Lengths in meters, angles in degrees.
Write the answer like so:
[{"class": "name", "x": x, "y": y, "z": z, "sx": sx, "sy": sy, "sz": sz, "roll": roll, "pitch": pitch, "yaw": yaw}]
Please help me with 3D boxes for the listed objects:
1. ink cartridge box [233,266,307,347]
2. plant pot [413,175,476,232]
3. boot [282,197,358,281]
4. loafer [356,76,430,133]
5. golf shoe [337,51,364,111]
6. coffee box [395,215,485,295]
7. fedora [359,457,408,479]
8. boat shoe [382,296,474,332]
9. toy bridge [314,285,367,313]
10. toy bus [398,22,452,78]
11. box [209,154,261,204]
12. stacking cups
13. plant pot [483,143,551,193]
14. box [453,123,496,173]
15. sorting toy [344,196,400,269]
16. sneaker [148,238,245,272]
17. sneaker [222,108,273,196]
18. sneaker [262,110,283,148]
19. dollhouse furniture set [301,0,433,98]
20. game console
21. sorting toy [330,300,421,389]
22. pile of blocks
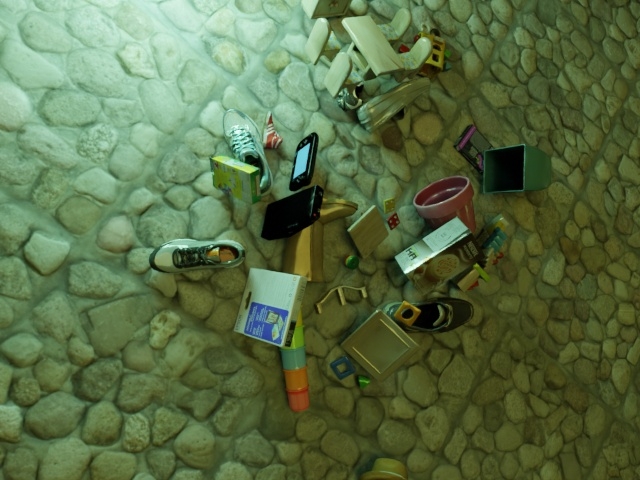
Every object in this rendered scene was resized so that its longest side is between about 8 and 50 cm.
[{"class": "ink cartridge box", "x": -0.150, "y": 0.191, "z": 1.241, "sx": 0.045, "sy": 0.209, "sz": 0.206, "roll": 26, "pitch": 75, "yaw": -51}, {"class": "plant pot", "x": 0.453, "y": -0.101, "z": 1.477, "sx": 0.201, "sy": 0.201, "sz": 0.180, "roll": -39, "pitch": 114, "yaw": -19}, {"class": "boot", "x": 0.000, "y": 0.000, "z": 1.354, "sx": 0.237, "sy": 0.089, "sz": 0.269, "roll": 4, "pitch": 84, "yaw": -9}, {"class": "loafer", "x": 0.268, "y": -0.482, "z": 1.487, "sx": 0.320, "sy": 0.112, "sz": 0.111, "roll": -32, "pitch": 108, "yaw": -17}, {"class": "golf shoe", "x": 0.106, "y": -0.541, "z": 1.427, "sx": 0.077, "sy": 0.094, "sz": 0.197, "roll": -10, "pitch": 96, "yaw": -64}, {"class": "coffee box", "x": 0.397, "y": 0.055, "z": 1.403, "sx": 0.247, "sy": 0.098, "sz": 0.141, "roll": -35, "pitch": 126, "yaw": 10}, {"class": "fedora", "x": 0.220, "y": 0.754, "z": 1.342, "sx": 0.195, "sy": 0.194, "sz": 0.079, "roll": 32, "pitch": 39, "yaw": -15}, {"class": "boat shoe", "x": 0.389, "y": 0.265, "z": 1.440, "sx": 0.356, "sy": 0.130, "sz": 0.132, "roll": -4, "pitch": 87, "yaw": -20}, {"class": "toy bridge", "x": 0.067, "y": 0.182, "z": 1.388, "sx": 0.188, "sy": 0.026, "sz": 0.063, "roll": -17, "pitch": 90, "yaw": -21}, {"class": "toy bus", "x": 0.409, "y": -0.710, "z": 1.553, "sx": 0.191, "sy": 0.104, "sz": 0.202, "roll": -38, "pitch": 98, "yaw": -19}, {"class": "box", "x": -0.253, "y": -0.182, "z": 1.229, "sx": 0.043, "sy": 0.179, "sz": 0.105, "roll": -37, "pitch": 141, "yaw": -43}, {"class": "stacking cups", "x": -0.089, "y": 0.357, "z": 1.285, "sx": 0.096, "sy": 0.096, "sz": 0.315, "roll": -4, "pitch": 89, "yaw": -20}, {"class": "plant pot", "x": 0.767, "y": -0.263, "z": 1.605, "sx": 0.235, "sy": 0.166, "sz": 0.165, "roll": -2, "pitch": 93, "yaw": -33}, {"class": "box", "x": 0.604, "y": -0.354, "z": 1.631, "sx": 0.162, "sy": 0.029, "sz": 0.116, "roll": 41, "pitch": 74, "yaw": -11}, {"class": "sorting toy", "x": 0.157, "y": -0.036, "z": 1.409, "sx": 0.274, "sy": 0.046, "sz": 0.132, "roll": -43, "pitch": 125, "yaw": -19}, {"class": "sneaker", "x": -0.349, "y": 0.040, "z": 1.209, "sx": 0.272, "sy": 0.108, "sz": 0.100, "roll": -5, "pitch": 89, "yaw": -19}, {"class": "sneaker", "x": -0.215, "y": -0.272, "z": 1.265, "sx": 0.110, "sy": 0.122, "sz": 0.282, "roll": -24, "pitch": 92, "yaw": -2}, {"class": "sneaker", "x": -0.151, "y": -0.352, "z": 1.351, "sx": 0.067, "sy": 0.042, "sz": 0.118, "roll": 7, "pitch": 90, "yaw": -15}, {"class": "dollhouse furniture set", "x": 0.137, "y": -0.707, "z": 1.317, "sx": 0.363, "sy": 0.256, "sz": 0.393, "roll": -24, "pitch": 78, "yaw": -29}, {"class": "game console", "x": -0.074, "y": -0.173, "z": 1.297, "sx": 0.044, "sy": 0.213, "sz": 0.360, "roll": 33, "pitch": 54, "yaw": -38}, {"class": "sorting toy", "x": 0.193, "y": 0.335, "z": 1.355, "sx": 0.196, "sy": 0.047, "sz": 0.347, "roll": 43, "pitch": 101, "yaw": -7}, {"class": "pile of blocks", "x": 0.615, "y": 0.062, "z": 1.532, "sx": 0.112, "sy": 0.149, "sz": 0.362, "roll": 45, "pitch": 72, "yaw": -11}]
